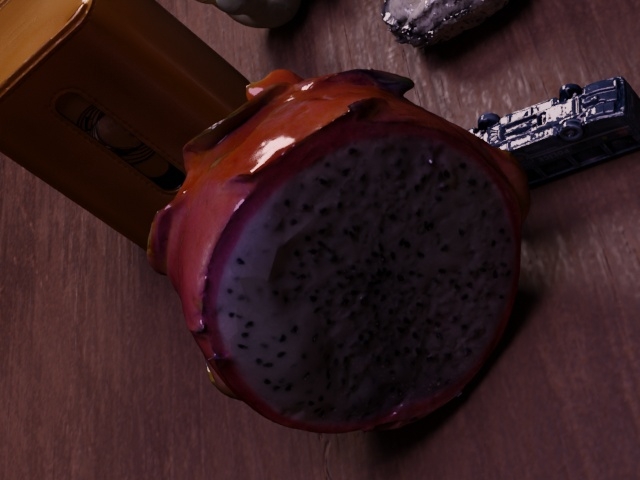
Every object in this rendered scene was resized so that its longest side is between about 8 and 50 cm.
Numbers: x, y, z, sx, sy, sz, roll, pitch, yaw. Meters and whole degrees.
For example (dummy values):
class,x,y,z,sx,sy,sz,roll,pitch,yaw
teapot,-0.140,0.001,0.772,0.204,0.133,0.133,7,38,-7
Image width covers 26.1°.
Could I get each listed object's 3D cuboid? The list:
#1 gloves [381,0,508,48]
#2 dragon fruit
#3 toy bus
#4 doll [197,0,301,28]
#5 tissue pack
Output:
class,x,y,z,sx,sy,sz,roll,pitch,yaw
gloves,0.125,-0.235,1.313,0.153,0.070,0.114,-25,51,31
dragon fruit,0.000,0.000,1.090,0.290,0.291,0.189,-52,31,0
toy bus,0.184,-0.082,1.133,0.166,0.065,0.047,-19,49,33
doll,-0.036,-0.340,1.538,0.155,0.113,0.275,6,58,50
tissue pack,-0.209,-0.139,1.410,0.194,0.274,0.145,-41,40,15
